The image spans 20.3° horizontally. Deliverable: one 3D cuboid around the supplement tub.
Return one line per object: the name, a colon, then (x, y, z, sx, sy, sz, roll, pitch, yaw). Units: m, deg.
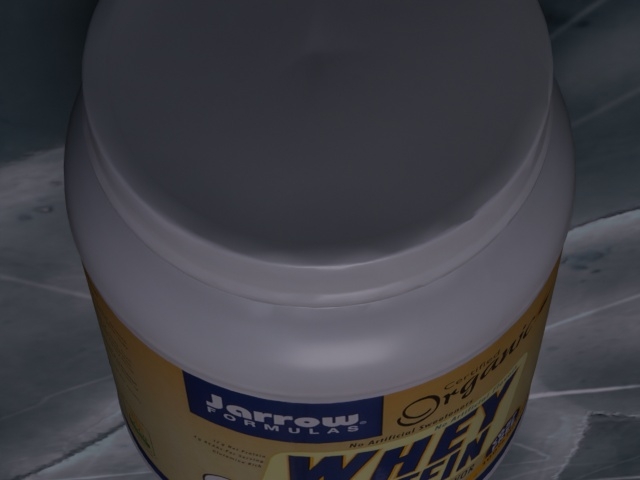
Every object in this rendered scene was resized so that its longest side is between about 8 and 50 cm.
supplement tub: (0.000, 0.000, 0.859, 0.228, 0.228, 0.316, -8, 152, -3)
